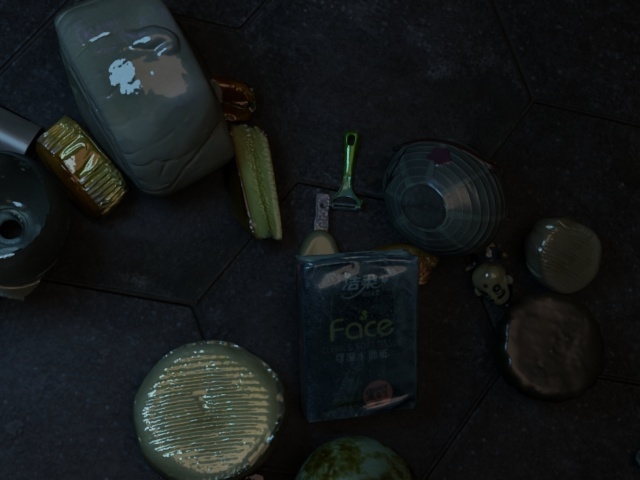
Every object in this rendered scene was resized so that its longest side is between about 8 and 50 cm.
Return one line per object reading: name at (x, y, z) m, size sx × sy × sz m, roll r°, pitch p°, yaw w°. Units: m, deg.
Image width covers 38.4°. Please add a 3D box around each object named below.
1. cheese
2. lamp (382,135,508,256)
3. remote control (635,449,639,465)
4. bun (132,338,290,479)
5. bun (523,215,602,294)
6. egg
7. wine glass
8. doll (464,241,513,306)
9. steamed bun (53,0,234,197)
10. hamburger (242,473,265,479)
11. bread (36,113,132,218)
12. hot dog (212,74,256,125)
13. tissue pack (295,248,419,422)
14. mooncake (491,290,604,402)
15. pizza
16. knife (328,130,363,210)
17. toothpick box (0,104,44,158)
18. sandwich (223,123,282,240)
cheese at (0.000, 0.000, 1.847) m, size 0.097 × 0.037 × 0.192 m, roll 6°, pitch 80°, yaw -13°
lamp at (0.247, -0.090, 1.827) m, size 0.265 × 0.233 × 0.233 m, roll 21°, pitch 75°, yaw 21°
remote control at (0.756, 0.411, 1.929) m, size 0.221 × 0.078 × 0.042 m, roll -32°, pitch 90°, yaw -16°
bun at (-0.205, 0.323, 1.694) m, size 0.287 × 0.146 × 0.287 m, roll 3°, pitch 66°, yaw -7°
bun at (0.495, 0.022, 1.917) m, size 0.166 × 0.113 × 0.173 m, roll -35°, pitch 113°, yaw -11°
egg at (0.076, 0.498, 1.682) m, size 0.238 × 0.238 × 0.289 m, roll -30°, pitch 106°, yaw -16°
wine glass at (-0.548, -0.028, 1.583) m, size 0.238 × 0.323 × 0.238 m, roll 2°, pitch 79°, yaw -10°
doll at (0.346, 0.055, 1.896) m, size 0.089 × 0.102 × 0.179 m, roll -20°, pitch 83°, yaw -54°
steamed bun at (-0.319, -0.279, 1.653) m, size 0.247 × 0.236 × 0.383 m, roll -27°, pitch 90°, yaw -8°
hamburger at (-0.151, 0.520, 1.701) m, size 0.137 × 0.087 × 0.166 m, roll -9°, pitch 81°, yaw -13°
bread at (-0.448, -0.133, 1.720) m, size 0.190 × 0.132 × 0.114 m, roll 45°, pitch 76°, yaw 0°
hot dog at (-0.260, -0.278, 1.817) m, size 0.269 × 0.072 × 0.115 m, roll 10°, pitch 78°, yaw -11°
tissue pack at (0.070, 0.178, 1.757) m, size 0.228 × 0.103 × 0.316 m, roll -5°, pitch 103°, yaw -13°
mooncake at (0.458, 0.217, 1.874) m, size 0.228 × 0.124 × 0.228 m, roll 2°, pitch 80°, yaw -9°
pizza at (0.128, 0.072, 1.851) m, size 0.246 × 0.058 × 0.127 m, roll -35°, pitch 95°, yaw -15°
knife at (0.054, -0.144, 1.892) m, size 0.078 × 0.022 × 0.166 m, roll 6°, pitch 79°, yaw -1°
toothpick box at (-0.621, -0.205, 1.704) m, size 0.180 × 0.111 × 0.111 m, roll 27°, pitch 76°, yaw -8°
sandwich at (-0.134, -0.107, 1.814) m, size 0.090 × 0.088 × 0.244 m, roll -7°, pitch 79°, yaw -23°
